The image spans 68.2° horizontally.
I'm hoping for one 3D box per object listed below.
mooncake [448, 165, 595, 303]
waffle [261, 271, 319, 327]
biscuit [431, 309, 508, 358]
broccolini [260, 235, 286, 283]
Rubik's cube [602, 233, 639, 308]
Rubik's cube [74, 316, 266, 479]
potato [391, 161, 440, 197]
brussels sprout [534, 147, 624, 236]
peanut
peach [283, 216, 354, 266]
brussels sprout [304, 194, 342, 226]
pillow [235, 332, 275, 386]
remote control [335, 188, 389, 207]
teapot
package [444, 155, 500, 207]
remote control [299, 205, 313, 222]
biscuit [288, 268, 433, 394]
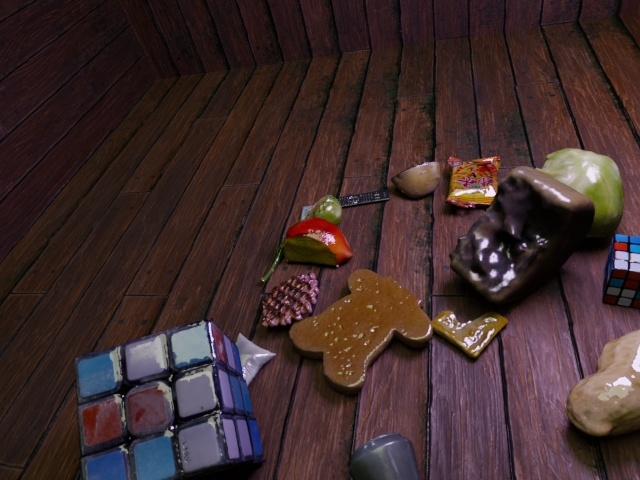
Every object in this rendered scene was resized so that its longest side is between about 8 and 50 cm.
[{"bbox_3d":[0.587,-0.009,1.420,0.394,0.393,0.246,-33,48,-3],"label":"mooncake"},{"bbox_3d":[-0.104,0.203,1.630,0.221,0.055,0.234,-22,32,17],"label":"waffle"},{"bbox_3d":[0.447,0.259,1.445,0.183,0.039,0.174,30,61,37],"label":"biscuit"},{"bbox_3d":[-0.170,0.072,1.827,0.051,0.054,0.239,-23,30,51],"label":"broccolini"},{"bbox_3d":[0.927,0.093,1.380,0.155,0.154,0.151,10,49,25],"label":"Rubik's cube"},{"bbox_3d":[-0.377,0.441,1.222,0.363,0.362,0.359,-15,69,0],"label":"Rubik's cube"},{"bbox_3d":[0.397,-0.232,1.913,0.202,0.182,0.117,-18,85,9],"label":"potato"},{"bbox_3d":[0.850,-0.144,1.561,0.247,0.328,0.328,8,43,-10],"label":"brussels sprout"},{"bbox_3d":[0.767,0.342,1.164,0.387,0.170,0.192,-32,39,-15],"label":"peanut"},{"bbox_3d":[-0.004,-0.005,1.773,0.267,0.154,0.159,6,46,23],"label":"peach"},{"bbox_3d":[0.022,-0.101,1.894,0.151,0.122,0.149,-24,21,49],"label":"brussels sprout"},{"bbox_3d":[-0.259,0.421,1.471,0.144,0.078,0.254,18,53,20],"label":"pillow"},{"bbox_3d":[0.167,-0.170,1.985,0.245,0.025,0.063,-8,45,9],"label":"remote control"},{"bbox_3d":[0.164,0.599,1.109,0.203,0.171,0.225,-43,47,19],"label":"teapot"},{"bbox_3d":[0.605,-0.221,1.847,0.223,0.108,0.288,4,54,14],"label":"package"},{"bbox_3d":[-0.058,-0.102,1.989,0.053,0.018,0.125,-4,45,11],"label":"remote control"},{"bbox_3d":[0.137,0.284,1.496,0.394,0.076,0.368,-39,47,-18],"label":"biscuit"}]
